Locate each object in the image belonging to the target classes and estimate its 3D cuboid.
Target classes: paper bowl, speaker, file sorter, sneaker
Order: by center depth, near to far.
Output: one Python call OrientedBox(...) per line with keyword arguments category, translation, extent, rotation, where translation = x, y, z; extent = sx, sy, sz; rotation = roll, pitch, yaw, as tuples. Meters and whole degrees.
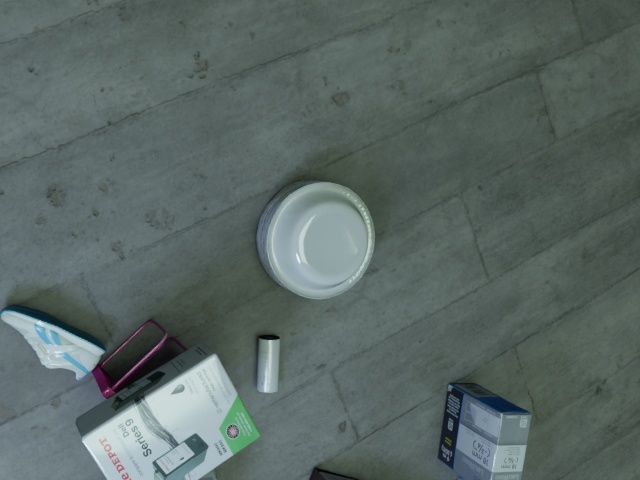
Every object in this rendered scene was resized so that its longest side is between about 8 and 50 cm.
OrientedBox(category="sneaker", translation=(-0.579, 0.216, 1.420), extent=(0.229, 0.087, 0.092), rotation=(34, 85, -21))
OrientedBox(category="file sorter", translation=(-0.330, 0.342, 1.481), extent=(0.182, 0.202, 0.290), rotation=(-44, 111, -15))
OrientedBox(category="paper bowl", translation=(0.000, 0.000, 1.603), extent=(0.284, 0.148, 0.284), rotation=(-3, 98, -24))
OrientedBox(category="speaker", translation=(-0.128, 0.302, 1.636), extent=(0.055, 0.055, 0.136), rotation=(-1, 97, -23))

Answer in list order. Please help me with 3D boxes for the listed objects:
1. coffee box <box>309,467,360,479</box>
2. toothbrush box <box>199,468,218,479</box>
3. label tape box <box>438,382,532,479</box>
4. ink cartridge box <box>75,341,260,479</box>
OrientedBox(category="coffee box", translation=(0.096, 0.730, 1.752), extent=(0.297, 0.119, 0.168), rotation=(24, 88, -24))
OrientedBox(category="toothbrush box", translation=(-0.345, 0.659, 1.508), extent=(0.206, 0.122, 0.283), rotation=(1, 120, -23))
OrientedBox(category="label tape box", translation=(0.432, 0.586, 1.808), extent=(0.106, 0.240, 0.333), rotation=(5, 95, -24))
OrientedBox(category="ink cartridge box", translation=(-0.299, 0.373, 1.318), extent=(0.289, 0.121, 0.211), rotation=(-32, 106, -20))
